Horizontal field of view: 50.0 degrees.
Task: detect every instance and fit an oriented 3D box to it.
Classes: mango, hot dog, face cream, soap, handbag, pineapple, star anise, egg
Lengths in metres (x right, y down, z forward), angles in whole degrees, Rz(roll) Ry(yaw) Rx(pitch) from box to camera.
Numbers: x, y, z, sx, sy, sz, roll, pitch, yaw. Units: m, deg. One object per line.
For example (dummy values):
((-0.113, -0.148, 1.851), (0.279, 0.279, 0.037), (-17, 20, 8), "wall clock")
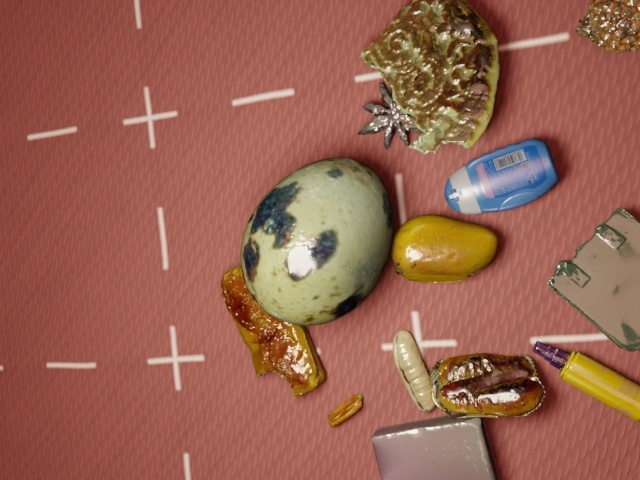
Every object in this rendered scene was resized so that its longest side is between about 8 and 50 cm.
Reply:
((0.297, 0.022, 1.667), (0.261, 0.130, 0.167), (4, 87, 12), "mango")
((0.066, 0.448, 1.795), (0.122, 0.049, 0.037), (-41, 116, 19), "hot dog")
((0.622, 0.314, 1.591), (0.273, 0.078, 0.078), (29, 100, 15), "face cream")
((0.425, -0.142, 1.643), (0.264, 0.083, 0.149), (-19, 84, 17), "face cream")
((0.396, 0.342, 1.642), (0.270, 0.082, 0.163), (-6, 53, 17), "hot dog")
((0.297, 0.590, 1.688), (0.285, 0.107, 0.296), (-14, 87, 18), "soap")
((0.691, 0.089, 1.565), (0.260, 0.079, 0.247), (44, 101, 15), "handbag")
((0.666, -0.495, 1.522), (0.193, 0.166, 0.166), (-15, 86, 19), "pineapple")
((0.190, -0.322, 1.728), (0.204, 0.061, 0.181), (3, 92, 19), "star anise")
((0.000, 0.000, 1.649), (0.345, 0.345, 0.428), (37, 86, 14), "egg")

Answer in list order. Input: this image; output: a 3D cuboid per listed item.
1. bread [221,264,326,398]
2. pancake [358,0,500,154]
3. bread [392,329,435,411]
((-0.132, 0.238, 1.822), (0.185, 0.109, 0.380), (-25, 85, 16), "bread")
((0.287, -0.409, 1.659), (0.304, 0.067, 0.427), (-32, 73, 16), "pancake")
((0.233, 0.333, 1.732), (0.073, 0.053, 0.214), (-24, 84, 21), "bread")
